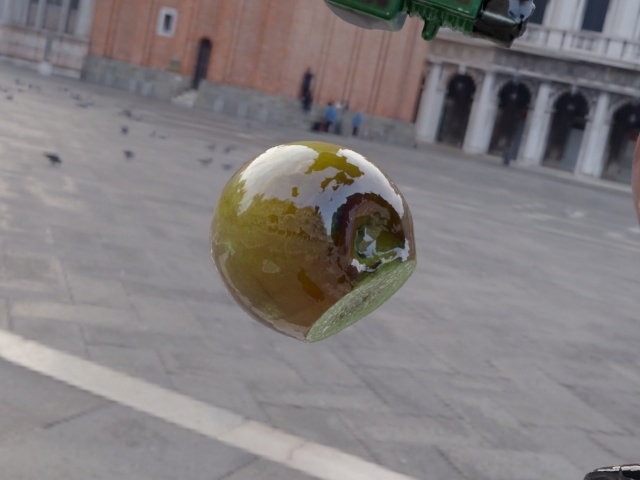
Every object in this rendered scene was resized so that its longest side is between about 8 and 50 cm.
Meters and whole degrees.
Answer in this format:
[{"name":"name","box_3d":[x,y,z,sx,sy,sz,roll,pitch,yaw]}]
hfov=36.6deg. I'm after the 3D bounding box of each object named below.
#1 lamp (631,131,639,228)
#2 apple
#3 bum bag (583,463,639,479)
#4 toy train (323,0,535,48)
[{"name":"lamp","box_3d":[0.346,-0.022,0.581,0.305,0.240,0.305,1,-7,0]},{"name":"apple","box_3d":[-0.004,0.003,0.752,0.146,0.163,0.147,-41,12,-32]},{"name":"bum bag","box_3d":[0.255,0.178,0.652,0.049,0.087,0.197,-31,-4,-35]},{"name":"toy train","box_3d":[0.090,-0.216,0.742,0.227,0.136,0.091,23,8,7]}]
